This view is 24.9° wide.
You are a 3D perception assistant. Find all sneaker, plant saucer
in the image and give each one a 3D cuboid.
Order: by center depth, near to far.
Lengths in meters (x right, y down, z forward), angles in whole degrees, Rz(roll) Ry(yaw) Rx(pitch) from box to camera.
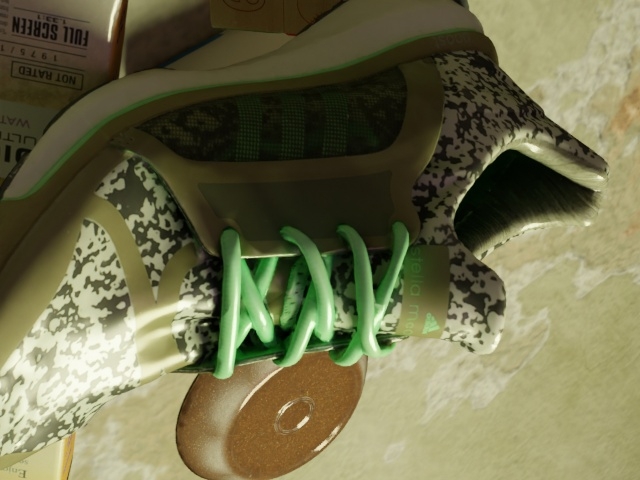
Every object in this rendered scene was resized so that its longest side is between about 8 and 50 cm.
[{"bbox_3d":[0.000,0.000,0.697,0.410,0.182,0.158,-34,144,-37],"label":"sneaker"},{"bbox_3d":[-0.031,0.143,1.256,0.198,0.036,0.198,-25,138,-25],"label":"plant saucer"}]

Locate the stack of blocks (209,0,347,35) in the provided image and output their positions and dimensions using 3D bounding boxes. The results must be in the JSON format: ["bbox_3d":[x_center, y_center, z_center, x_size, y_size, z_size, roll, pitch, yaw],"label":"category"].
[{"bbox_3d":[-0.007,-0.281,0.784,0.087,0.171,0.297,6,131,7],"label":"stack of blocks"}]

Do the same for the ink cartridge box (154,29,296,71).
[{"bbox_3d":[-0.039,-0.055,1.033,0.140,0.082,0.190,-31,140,-17],"label":"ink cartridge box"}]

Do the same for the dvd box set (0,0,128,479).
[{"bbox_3d":[-0.271,0.012,0.762,0.308,0.062,0.420,10,124,-2],"label":"dvd box set"}]
